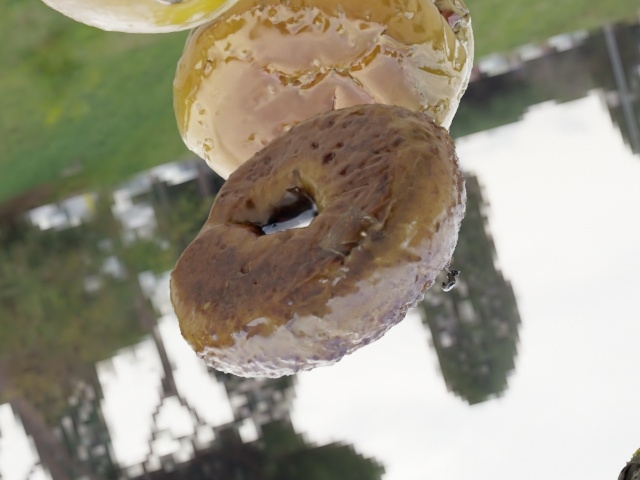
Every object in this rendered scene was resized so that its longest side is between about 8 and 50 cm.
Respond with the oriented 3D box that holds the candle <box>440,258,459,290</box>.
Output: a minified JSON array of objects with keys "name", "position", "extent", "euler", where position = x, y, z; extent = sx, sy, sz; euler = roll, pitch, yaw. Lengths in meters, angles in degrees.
[{"name":"candle","position":[0.102,-0.009,1.773],"extent":[0.026,0.167,0.021],"euler":[-22,-134,2]}]

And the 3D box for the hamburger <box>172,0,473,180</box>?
[{"name":"hamburger","position":[0.005,-0.127,1.562],"extent":[0.244,0.244,0.163],"euler":[-15,-155,3]}]

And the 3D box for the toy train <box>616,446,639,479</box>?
[{"name":"toy train","position":[0.404,0.256,1.857],"extent":[0.177,0.261,0.134],"euler":[-37,-140,33]}]

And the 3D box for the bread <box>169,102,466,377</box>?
[{"name":"bread","position":[0.000,0.000,1.119],"extent":[0.193,0.064,0.193],"euler":[-25,-144,21]}]

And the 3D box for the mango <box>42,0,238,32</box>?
[{"name":"mango","position":[-0.112,-0.203,1.041],"extent":[0.176,0.119,0.317],"euler":[18,-155,-21]}]
